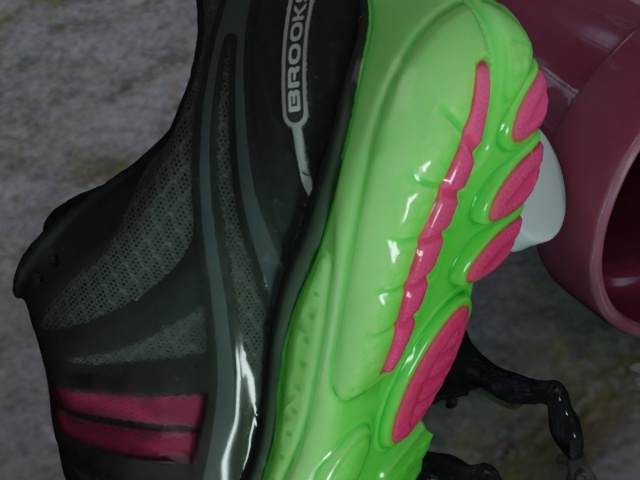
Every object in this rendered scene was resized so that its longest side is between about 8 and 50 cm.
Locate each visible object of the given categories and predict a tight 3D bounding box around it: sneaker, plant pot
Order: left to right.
[{"bbox_3d":[-0.056,0.067,0.949,0.202,0.185,0.483,34,112,24],"label":"sneaker"},{"bbox_3d":[0.172,-0.071,1.084,0.201,0.201,0.180,-40,48,-12],"label":"plant pot"}]

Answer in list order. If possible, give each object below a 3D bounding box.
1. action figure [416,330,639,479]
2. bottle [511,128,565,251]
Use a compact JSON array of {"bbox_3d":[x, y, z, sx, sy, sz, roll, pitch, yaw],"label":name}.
[{"bbox_3d":[0.148,0.139,0.997,0.275,0.141,0.164,28,68,24],"label":"action figure"},{"bbox_3d":[0.000,0.000,1.044,0.283,0.092,0.118,-17,74,37],"label":"bottle"}]
